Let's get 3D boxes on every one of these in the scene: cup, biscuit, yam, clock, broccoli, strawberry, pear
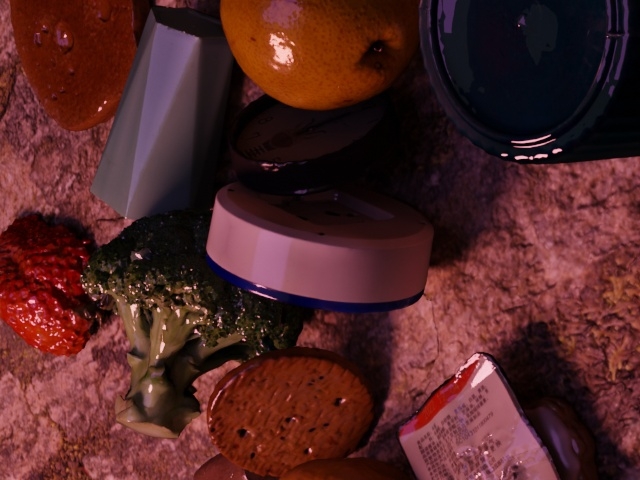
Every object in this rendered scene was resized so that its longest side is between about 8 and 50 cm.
[{"bbox_3d":[-0.170,-0.148,2.014,0.134,0.148,0.235,-117,42,-59],"label":"cup"},{"bbox_3d":[0.189,0.242,1.738,0.208,0.049,0.181,4,99,46],"label":"biscuit"},{"bbox_3d":[-0.096,0.284,2.037,0.127,0.084,0.084,-31,74,43],"label":"yam"},{"bbox_3d":[-0.306,-0.284,2.191,0.257,0.049,0.273,-25,80,44],"label":"biscuit"},{"bbox_3d":[-0.033,0.189,1.885,0.027,0.188,0.187,-102,31,-50],"label":"biscuit"},{"bbox_3d":[0.000,0.000,1.767,0.230,0.230,0.083,23,110,44],"label":"clock"},{"bbox_3d":[-0.008,-0.114,1.793,0.184,0.184,0.040,23,140,44],"label":"clock"},{"bbox_3d":[-0.153,0.088,1.924,0.270,0.270,0.270,7,72,47],"label":"broccoli"},{"bbox_3d":[-0.383,0.064,2.296,0.236,0.107,0.175,13,106,47],"label":"strawberry"},{"bbox_3d":[0.009,-0.232,1.741,0.209,0.209,0.208,11,105,47],"label":"pear"},{"bbox_3d":[0.271,-0.165,1.392,0.308,0.292,0.242,50,130,31],"label":"cup"}]

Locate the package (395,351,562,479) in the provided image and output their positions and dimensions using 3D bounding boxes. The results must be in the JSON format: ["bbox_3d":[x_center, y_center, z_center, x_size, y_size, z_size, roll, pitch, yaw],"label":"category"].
[{"bbox_3d":[0.170,0.243,1.699,0.166,0.040,0.232,-47,56,34],"label":"package"}]

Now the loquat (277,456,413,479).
[{"bbox_3d":[0.027,0.341,1.826,0.238,0.193,0.238,-1,89,48],"label":"loquat"}]
